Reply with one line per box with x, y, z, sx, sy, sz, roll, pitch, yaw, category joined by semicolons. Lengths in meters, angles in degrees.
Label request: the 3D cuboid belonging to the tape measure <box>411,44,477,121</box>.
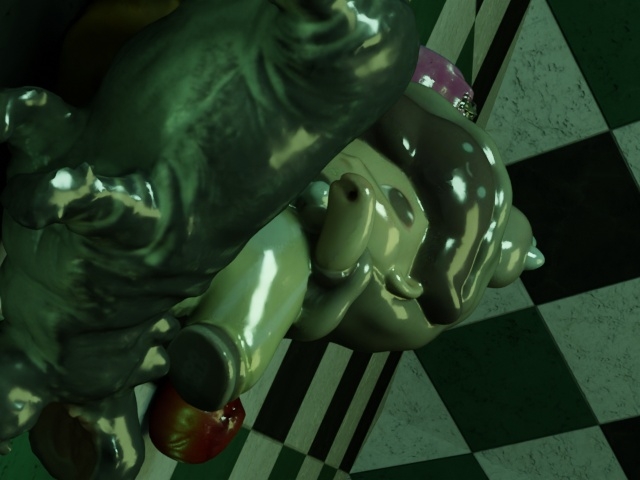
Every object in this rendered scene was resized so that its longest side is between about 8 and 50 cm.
0.097;-0.148;1.477;0.074;0.125;0.118;-66;-173;-14;tape measure

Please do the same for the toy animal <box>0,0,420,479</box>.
-0.091;-0.010;0.672;0.168;0.106;0.343;10;123;-45;toy animal

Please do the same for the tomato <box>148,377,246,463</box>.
-0.103;0.148;1.218;0.087;0.075;0.087;25;90;-84;tomato

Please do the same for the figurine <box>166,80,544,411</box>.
0.000;0.000;1.051;0.380;0.248;0.203;-29;148;-55;figurine

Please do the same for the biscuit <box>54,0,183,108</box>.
-0.038;-0.191;0.806;0.381;0.074;0.359;20;91;-84;biscuit
